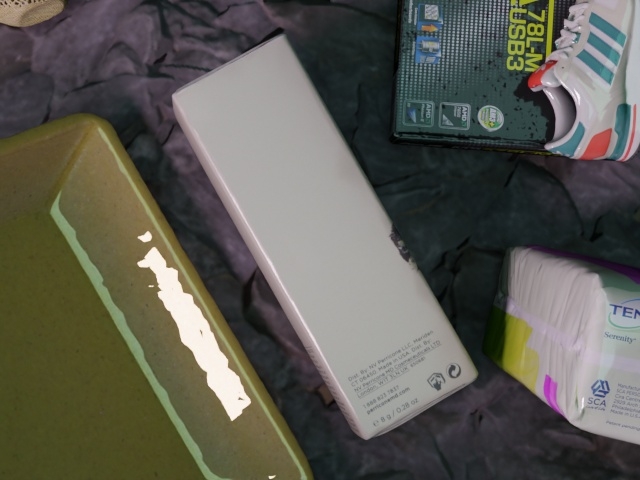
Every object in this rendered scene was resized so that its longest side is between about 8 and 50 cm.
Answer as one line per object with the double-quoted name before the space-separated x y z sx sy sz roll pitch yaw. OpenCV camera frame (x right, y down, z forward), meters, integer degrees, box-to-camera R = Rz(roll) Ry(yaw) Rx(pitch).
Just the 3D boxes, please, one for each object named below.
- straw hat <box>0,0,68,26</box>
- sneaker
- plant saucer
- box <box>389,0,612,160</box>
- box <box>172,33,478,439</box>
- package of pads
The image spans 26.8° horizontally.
"straw hat" -0.219 -0.191 0.979 0.145 0.144 0.061 -3 125 -4
"sneaker" 0.189 -0.135 0.964 0.075 0.057 0.161 -2 91 -11
"plant saucer" -0.201 0.112 0.888 0.333 0.081 0.332 -29 87 -46
"box" 0.149 -0.160 1.013 0.184 0.045 0.190 5 87 -2
"box" 0.000 0.000 0.960 0.094 0.113 0.275 -29 90 -6
"package of pads" 0.247 0.074 0.877 0.229 0.296 0.101 12 93 -4
